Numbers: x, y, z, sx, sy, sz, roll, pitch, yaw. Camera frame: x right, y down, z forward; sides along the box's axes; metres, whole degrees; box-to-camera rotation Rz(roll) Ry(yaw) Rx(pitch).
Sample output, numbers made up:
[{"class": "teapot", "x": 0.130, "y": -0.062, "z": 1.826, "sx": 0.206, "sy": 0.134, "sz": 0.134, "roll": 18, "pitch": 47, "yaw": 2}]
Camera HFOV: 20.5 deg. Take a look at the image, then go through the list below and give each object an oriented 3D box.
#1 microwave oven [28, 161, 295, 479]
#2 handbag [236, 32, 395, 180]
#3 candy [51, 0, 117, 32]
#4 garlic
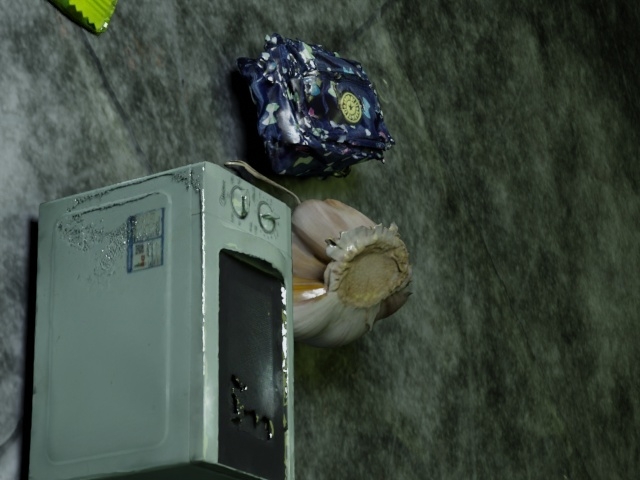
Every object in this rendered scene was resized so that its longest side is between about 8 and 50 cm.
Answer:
[{"class": "microwave oven", "x": -0.147, "y": 0.103, "z": 1.738, "sx": 0.181, "sy": 0.237, "sz": 0.295, "roll": 27, "pitch": 56, "yaw": -53}, {"class": "handbag", "x": -0.006, "y": -0.164, "z": 2.181, "sx": 0.260, "sy": 0.113, "sz": 0.162, "roll": 6, "pitch": 61, "yaw": -61}, {"class": "candy", "x": -0.247, "y": -0.363, "z": 1.917, "sx": 0.149, "sy": 0.069, "sz": 0.246, "roll": 40, "pitch": 48, "yaw": -48}, {"class": "garlic", "x": 0.000, "y": 0.000, "z": 2.064, "sx": 0.256, "sy": 0.207, "sz": 0.207, "roll": 64, "pitch": 33, "yaw": -8}]
